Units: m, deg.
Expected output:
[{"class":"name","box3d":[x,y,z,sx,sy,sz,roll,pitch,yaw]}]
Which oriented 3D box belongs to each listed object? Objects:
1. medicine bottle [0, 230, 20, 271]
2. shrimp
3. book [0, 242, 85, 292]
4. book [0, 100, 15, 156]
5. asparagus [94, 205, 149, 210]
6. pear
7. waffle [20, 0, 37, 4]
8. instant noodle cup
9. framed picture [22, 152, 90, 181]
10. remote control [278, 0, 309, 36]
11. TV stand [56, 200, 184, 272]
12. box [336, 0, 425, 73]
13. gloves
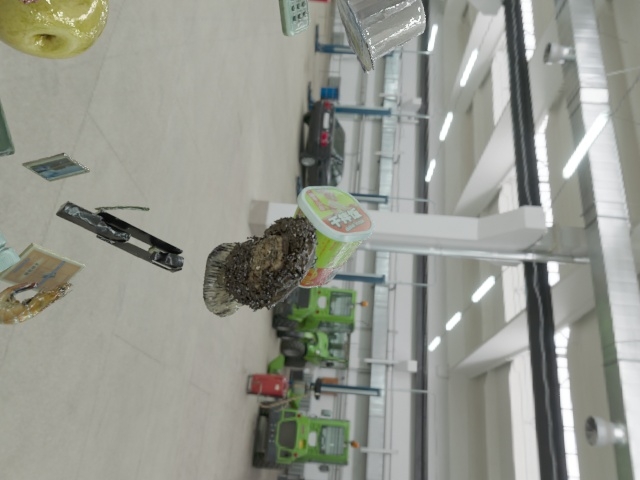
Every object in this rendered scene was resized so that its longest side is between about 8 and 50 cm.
[{"class":"medicine bottle","box3d":[-1.078,-0.032,1.548,0.318,0.158,0.158,62,13,-17]},{"class":"shrimp","box3d":[-0.609,0.121,1.077,0.162,0.095,0.045,-32,136,-36]},{"class":"book","box3d":[-0.961,0.108,1.777,0.170,0.018,0.241,-43,153,1]},{"class":"book","box3d":[-0.659,-0.293,0.776,0.043,0.260,0.370,36,-45,56]},{"class":"asparagus","box3d":[-0.562,-0.091,1.460,0.163,0.016,0.016,-4,117,-50]},{"class":"pear","box3d":[-0.789,-0.694,1.466,0.348,0.349,0.348,4,90,-88]},{"class":"waffle","box3d":[-0.685,-0.599,1.203,0.075,0.029,0.083,-32,154,-44]},{"class":"instant noodle cup","box3d":[0.000,0.000,1.876,0.294,0.294,0.307,-82,-161,-54]},{"class":"framed picture","box3d":[-0.783,-0.216,1.520,0.109,0.149,0.011,51,31,-63]},{"class":"remote control","box3d":[-0.097,-0.799,1.541,0.128,0.066,0.335,-46,140,-44]},{"class":"TV stand","box3d":[-0.368,-0.007,0.967,0.249,0.036,0.042,33,55,-38]},{"class":"box","box3d":[0.188,-0.660,1.551,0.291,0.206,0.262,-70,136,-84]},{"class":"gloves","box3d":[-0.121,0.054,1.124,0.135,0.312,0.210,49,44,-31]}]
